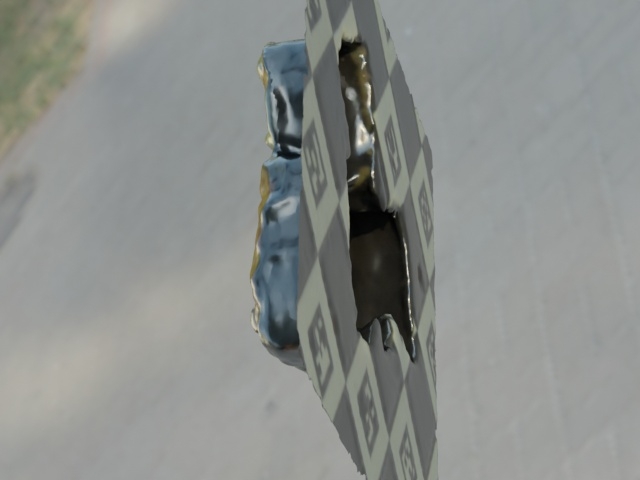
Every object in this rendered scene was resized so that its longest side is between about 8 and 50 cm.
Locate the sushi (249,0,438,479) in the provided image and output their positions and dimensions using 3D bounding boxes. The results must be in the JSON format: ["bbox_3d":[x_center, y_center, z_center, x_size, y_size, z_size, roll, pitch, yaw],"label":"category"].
[{"bbox_3d":[0.000,0.000,0.742,0.047,0.220,0.231,-7,56,13],"label":"sushi"}]
